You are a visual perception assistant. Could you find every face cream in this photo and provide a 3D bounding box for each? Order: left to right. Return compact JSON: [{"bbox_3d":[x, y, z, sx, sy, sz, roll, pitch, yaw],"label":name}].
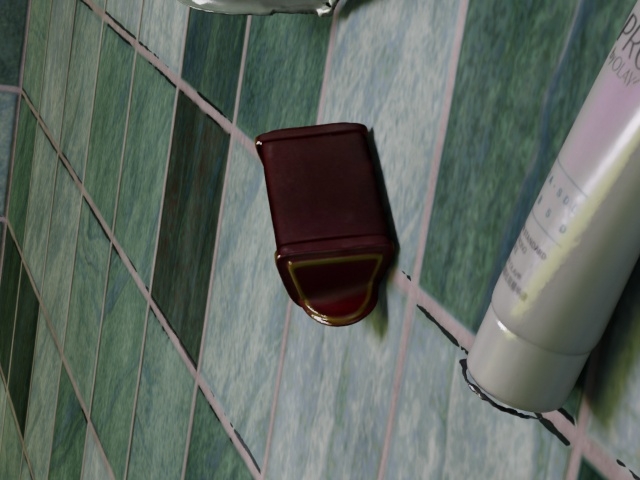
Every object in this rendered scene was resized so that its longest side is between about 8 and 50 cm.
[{"bbox_3d":[0.138,-0.024,0.761,0.092,0.058,0.243,-109,35,-59],"label":"face cream"}]

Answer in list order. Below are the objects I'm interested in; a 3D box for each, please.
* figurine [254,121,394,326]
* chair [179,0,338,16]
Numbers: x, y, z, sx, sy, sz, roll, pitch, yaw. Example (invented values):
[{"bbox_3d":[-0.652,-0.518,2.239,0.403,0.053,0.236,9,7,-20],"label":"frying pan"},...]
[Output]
[{"bbox_3d":[0.001,0.001,1.131,0.098,0.082,0.154,97,166,-53],"label":"figurine"},{"bbox_3d":[-0.045,-0.277,1.145,0.274,0.191,0.203,100,172,-87],"label":"chair"}]
